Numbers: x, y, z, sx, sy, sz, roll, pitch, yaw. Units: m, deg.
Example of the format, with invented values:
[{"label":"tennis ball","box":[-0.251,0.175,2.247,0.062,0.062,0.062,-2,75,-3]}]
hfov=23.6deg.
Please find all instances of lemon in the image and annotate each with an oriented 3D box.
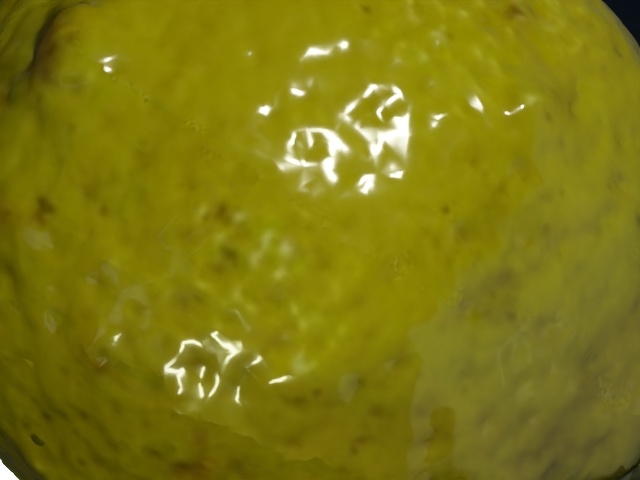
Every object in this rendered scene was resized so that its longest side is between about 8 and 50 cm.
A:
[{"label":"lemon","box":[0.000,0.000,0.721,0.350,0.387,0.350,-51,-12,-15]}]
